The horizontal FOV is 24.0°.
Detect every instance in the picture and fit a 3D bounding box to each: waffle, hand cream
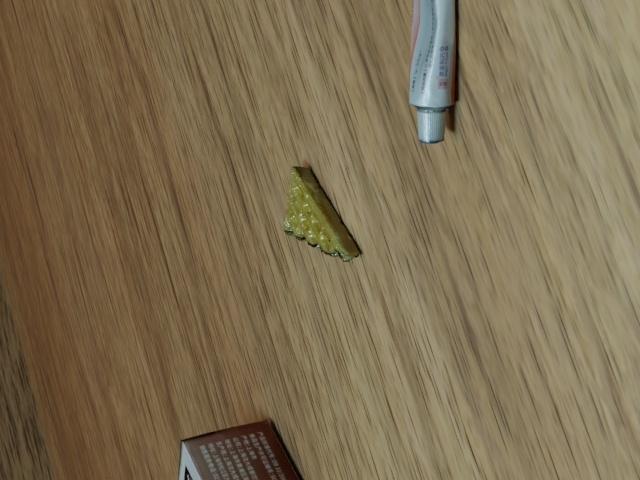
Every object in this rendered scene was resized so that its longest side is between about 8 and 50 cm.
[{"bbox_3d":[0.000,0.000,1.589,0.097,0.023,0.152,98,151,-42],"label":"waffle"},{"bbox_3d":[0.092,-0.189,1.258,0.052,0.038,0.216,13,108,41],"label":"hand cream"}]

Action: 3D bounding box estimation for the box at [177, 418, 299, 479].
[{"bbox_3d":[-0.060,0.478,1.837,0.385,0.122,0.344,-122,29,-43],"label":"box"}]
